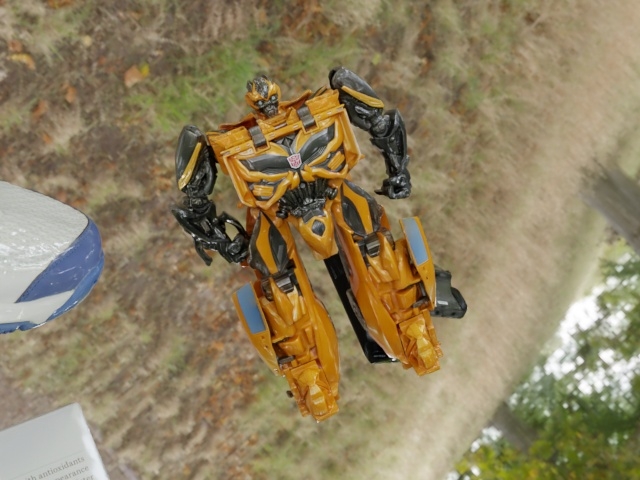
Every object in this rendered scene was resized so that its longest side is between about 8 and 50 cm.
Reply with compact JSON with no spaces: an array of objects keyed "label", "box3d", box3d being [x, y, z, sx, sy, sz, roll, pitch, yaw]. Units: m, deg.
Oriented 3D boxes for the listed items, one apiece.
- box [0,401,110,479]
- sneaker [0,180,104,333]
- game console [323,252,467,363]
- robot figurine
[{"label":"box","box3d":[-0.248,0.224,0.591,0.181,0.119,0.182,-18,161,-28]},{"label":"sneaker","box3d":[-0.232,-0.040,0.398,0.296,0.112,0.131,15,109,-39]},{"label":"game console","box3d":[0.128,0.079,1.208,0.044,0.213,0.361,-34,157,26]},{"label":"robot figurine","box3d":[0.000,0.000,0.695,0.211,0.291,0.085,-23,-158,-6]}]
